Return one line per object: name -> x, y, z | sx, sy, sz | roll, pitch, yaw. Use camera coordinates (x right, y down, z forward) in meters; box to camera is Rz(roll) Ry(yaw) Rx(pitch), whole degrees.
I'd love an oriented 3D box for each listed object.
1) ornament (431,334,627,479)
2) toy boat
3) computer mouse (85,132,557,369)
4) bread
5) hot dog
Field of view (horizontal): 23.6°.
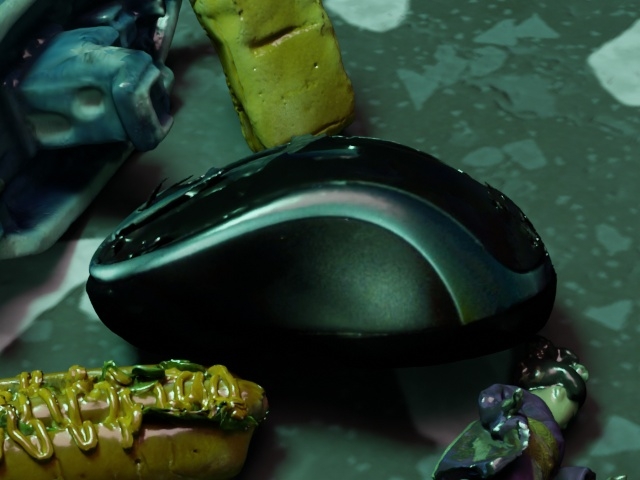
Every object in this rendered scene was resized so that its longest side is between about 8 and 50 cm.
ornament -> 0.091, 0.108, 0.668 | 0.081, 0.088, 0.203 | 33, 37, 10
toy boat -> -0.139, -0.085, 0.863 | 0.143, 0.129, 0.309 | -1, 35, 24
computer mouse -> 0.000, 0.000, 0.756 | 0.233, 0.096, 0.137 | 0, 15, 2
bread -> -0.029, -0.115, 0.899 | 0.074, 0.132, 0.053 | -24, 7, -24
hot dog -> -0.118, 0.088, 0.717 | 0.188, 0.055, 0.072 | -7, 42, -7
